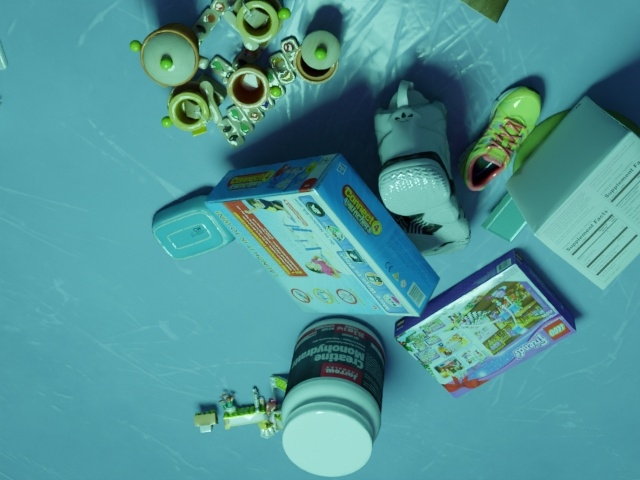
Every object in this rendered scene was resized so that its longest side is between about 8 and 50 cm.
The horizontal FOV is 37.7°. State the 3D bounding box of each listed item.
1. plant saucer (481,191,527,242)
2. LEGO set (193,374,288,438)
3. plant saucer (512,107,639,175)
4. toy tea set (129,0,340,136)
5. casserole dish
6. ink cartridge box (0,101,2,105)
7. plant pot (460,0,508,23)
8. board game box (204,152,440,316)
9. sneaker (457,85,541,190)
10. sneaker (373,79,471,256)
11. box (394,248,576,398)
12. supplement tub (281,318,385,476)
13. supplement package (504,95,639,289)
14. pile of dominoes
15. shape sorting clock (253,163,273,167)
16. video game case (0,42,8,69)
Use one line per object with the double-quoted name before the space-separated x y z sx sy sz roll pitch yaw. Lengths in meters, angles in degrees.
"plant saucer" 0.363 -0.074 1.643 0.067 0.018 0.192 28 121 -11
"LEGO set" -0.137 0.348 1.979 0.286 0.132 0.107 2 109 33
"plant saucer" 0.459 -0.116 1.635 0.240 0.037 0.241 3 123 5
"toy tea set" -0.136 -0.288 1.523 0.335 0.124 0.200 -19 115 11
"casserole dish" -0.243 -0.017 1.772 0.188 0.037 0.114 -18 119 30
"ink cartridge box" -0.649 -0.233 1.660 0.143 0.092 0.090 19 133 -10
"plant pot" 0.223 -0.483 1.336 0.237 0.237 0.254 29 107 -11
"board game box" 0.000 0.000 1.608 0.301 0.086 0.308 -2 136 49
"sneaker" 0.308 -0.165 1.589 0.081 0.094 0.209 26 121 -8
"sneaker" 0.178 -0.114 1.620 0.137 0.210 0.366 -7 156 12
"box" 0.318 0.169 1.827 0.293 0.057 0.201 -35 112 25
"supplement tub" 0.027 0.300 1.821 0.191 0.272 0.191 3 123 5
"supplement package" 0.427 -0.083 1.467 0.145 0.262 0.204 37 106 -11
"pile of dominoes" -0.154 -0.285 1.604 0.196 0.040 0.251 36 121 -15
"shape sorting clock" -0.071 -0.057 1.740 0.206 0.040 0.206 7 133 8
"video game case" -0.634 -0.366 1.626 0.143 0.019 0.157 -3 123 10
